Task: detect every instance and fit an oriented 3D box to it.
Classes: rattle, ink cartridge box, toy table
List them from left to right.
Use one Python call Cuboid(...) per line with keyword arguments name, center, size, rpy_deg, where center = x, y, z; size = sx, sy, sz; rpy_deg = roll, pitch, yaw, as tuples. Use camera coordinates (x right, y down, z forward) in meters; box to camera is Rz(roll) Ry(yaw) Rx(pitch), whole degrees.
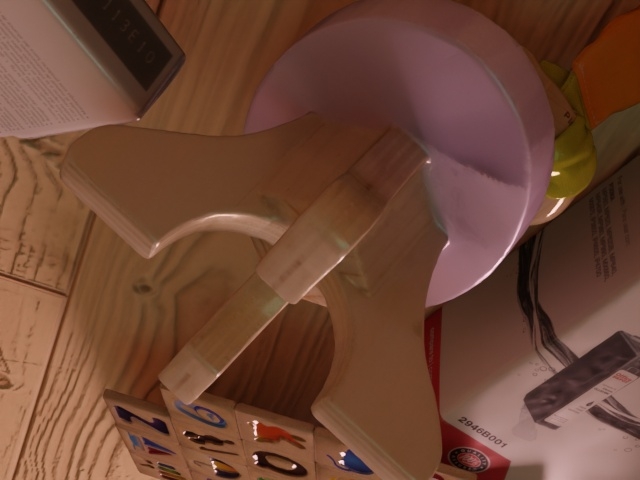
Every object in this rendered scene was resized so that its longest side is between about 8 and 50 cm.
Cuboid(name="ink cartridge box", center=(-0.243, -0.171, 0.630), size=(0.239, 0.060, 0.275), rpy_deg=(-2, 137, 43))
Cuboid(name="toy table", center=(0.000, 0.000, 0.617), size=(0.252, 0.161, 0.274), rpy_deg=(37, 147, 10))
Cuboid(name="rattle", center=(0.098, -0.087, 0.682), size=(0.130, 0.142, 0.200), rpy_deg=(34, 159, -20))
Cuboid(name="ink cartridge box", center=(0.206, 0.089, 0.764), size=(0.197, 0.114, 0.273), rpy_deg=(32, 128, -19))

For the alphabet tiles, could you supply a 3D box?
Cuboid(name="alphabet tiles", center=(0.000, 0.201, 0.873), size=(0.343, 0.011, 0.285), rpy_deg=(15, 150, 11))
